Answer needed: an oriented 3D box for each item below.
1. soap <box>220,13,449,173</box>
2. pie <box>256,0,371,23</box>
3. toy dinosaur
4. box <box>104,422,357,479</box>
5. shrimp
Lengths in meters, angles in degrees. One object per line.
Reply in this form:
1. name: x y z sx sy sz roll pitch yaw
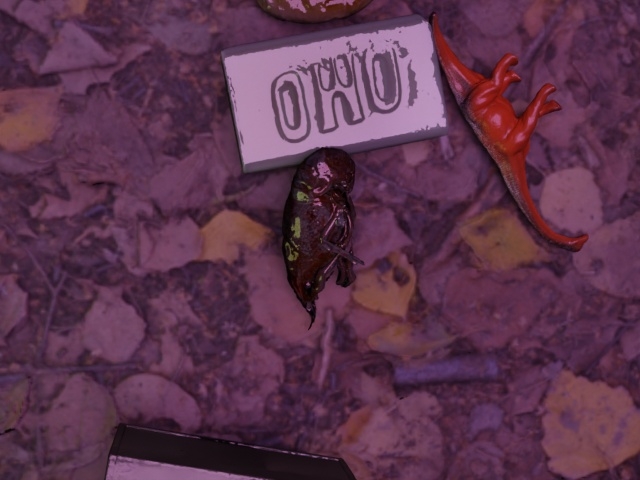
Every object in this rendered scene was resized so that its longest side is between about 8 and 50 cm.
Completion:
1. soap: 0.012 -0.138 0.972 0.198 0.066 0.119 -11 96 -7
2. pie: -0.008 -0.304 0.973 0.195 0.046 0.195 0 94 -6
3. toy dinosaur: 0.191 -0.110 1.004 0.101 0.055 0.279 -42 98 6
4. box: -0.084 0.238 0.943 0.225 0.129 0.086 10 91 -7
5. shrimp: -0.001 0.000 0.963 0.073 0.075 0.190 -2 113 -13
